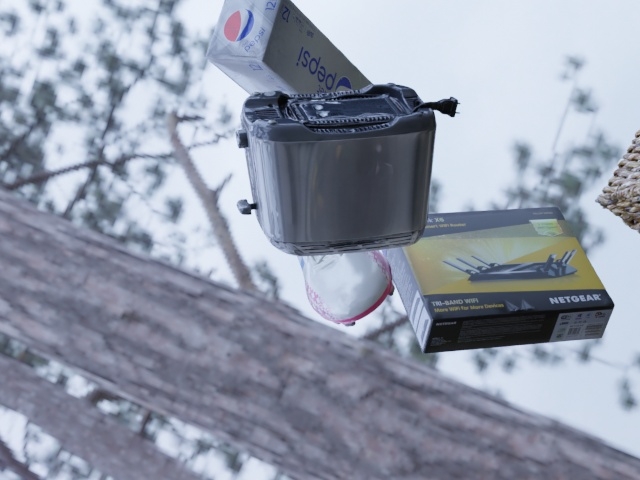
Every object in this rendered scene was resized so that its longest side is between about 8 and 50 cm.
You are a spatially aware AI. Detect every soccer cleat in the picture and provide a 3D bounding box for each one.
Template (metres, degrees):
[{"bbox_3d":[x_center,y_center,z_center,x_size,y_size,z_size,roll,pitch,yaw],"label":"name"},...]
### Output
[{"bbox_3d":[0.000,0.000,1.698,0.116,0.143,0.331,-37,22,4],"label":"soccer cleat"}]

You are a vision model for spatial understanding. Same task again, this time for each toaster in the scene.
[{"bbox_3d":[0.027,-0.073,1.308,0.129,0.227,0.146,-119,26,-61],"label":"toaster"}]

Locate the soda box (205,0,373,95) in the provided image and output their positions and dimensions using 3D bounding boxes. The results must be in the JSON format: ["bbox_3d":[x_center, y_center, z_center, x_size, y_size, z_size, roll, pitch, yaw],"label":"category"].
[{"bbox_3d":[-0.031,-0.219,1.703,0.286,0.091,0.098,35,-112,-56],"label":"soda box"}]

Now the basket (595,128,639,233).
[{"bbox_3d":[0.548,-0.098,1.688,0.223,0.213,0.299,-58,10,-12],"label":"basket"}]

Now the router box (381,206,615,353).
[{"bbox_3d":[0.278,0.058,2.062,0.243,0.309,0.081,-111,24,-45],"label":"router box"}]
